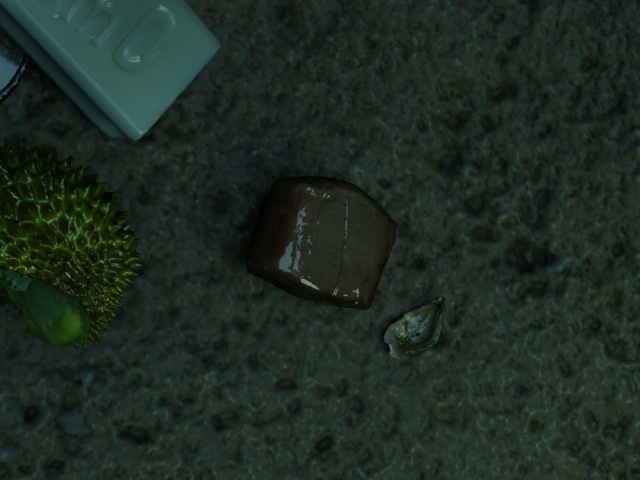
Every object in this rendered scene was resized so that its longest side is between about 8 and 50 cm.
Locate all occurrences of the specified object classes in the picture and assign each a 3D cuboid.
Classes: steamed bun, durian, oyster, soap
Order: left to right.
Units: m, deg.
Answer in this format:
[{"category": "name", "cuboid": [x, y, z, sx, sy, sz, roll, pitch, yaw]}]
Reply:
[{"category": "durian", "cuboid": [-0.302, -0.005, 1.545, 0.237, 0.200, 0.176, 30, 56, -17]}, {"category": "soap", "cuboid": [-0.253, -0.254, 1.591, 0.160, 0.087, 0.265, -51, 118, -17]}, {"category": "steamed bun", "cuboid": [0.000, 0.000, 1.707, 0.175, 0.106, 0.145, 23, 77, -31]}, {"category": "oyster", "cuboid": [0.119, 0.108, 1.780, 0.093, 0.034, 0.051, -27, 82, -6]}]

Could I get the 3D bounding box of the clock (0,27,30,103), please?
[{"category": "clock", "cuboid": [-0.416, -0.232, 1.594, 0.215, 0.042, 0.215, 0, 89, -19]}]
